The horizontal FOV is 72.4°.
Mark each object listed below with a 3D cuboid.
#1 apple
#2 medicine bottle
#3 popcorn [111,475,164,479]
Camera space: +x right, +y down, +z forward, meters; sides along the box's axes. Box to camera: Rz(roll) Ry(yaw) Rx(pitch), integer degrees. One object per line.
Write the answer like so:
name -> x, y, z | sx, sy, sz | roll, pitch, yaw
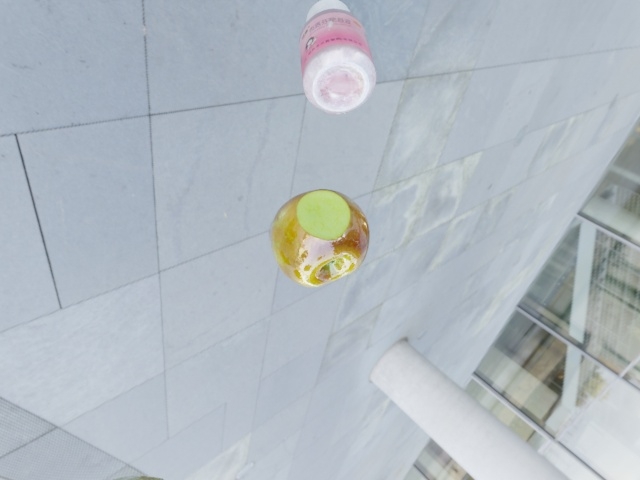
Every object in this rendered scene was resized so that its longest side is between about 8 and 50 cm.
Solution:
apple -> 0.000, 0.000, 0.504 | 0.114, 0.101, 0.099 | -4, 149, -13
medicine bottle -> 0.027, -0.380, 0.879 | 0.147, 0.247, 0.147 | -4, 144, -3
popcorn -> -0.248, 0.419, 0.569 | 0.184, 0.204, 0.221 | -8, 136, 4
